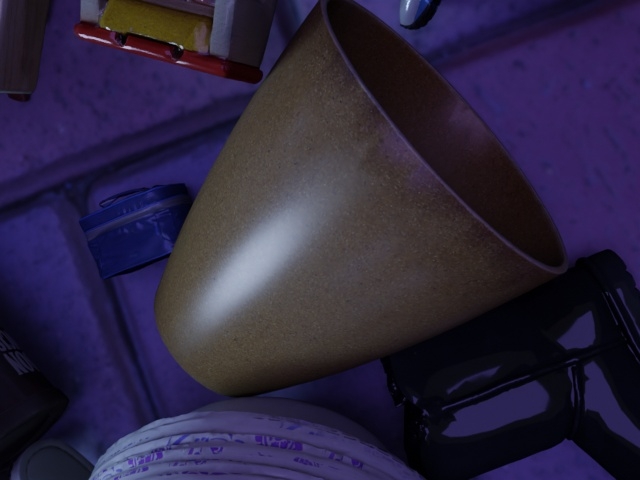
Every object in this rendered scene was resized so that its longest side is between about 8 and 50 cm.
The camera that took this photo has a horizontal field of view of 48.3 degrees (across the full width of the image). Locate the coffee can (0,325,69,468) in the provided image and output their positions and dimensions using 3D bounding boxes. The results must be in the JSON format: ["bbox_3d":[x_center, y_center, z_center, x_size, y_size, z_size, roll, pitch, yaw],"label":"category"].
[{"bbox_3d":[-0.378,0.098,0.586,0.201,0.201,0.275,-43,86,10],"label":"coffee can"}]

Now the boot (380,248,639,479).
[{"bbox_3d":[0.174,0.151,0.550,0.207,0.094,0.246,-24,83,7],"label":"boot"}]

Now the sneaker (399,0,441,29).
[{"bbox_3d":[0.069,-0.261,0.546,0.083,0.071,0.190,10,105,9],"label":"sneaker"}]

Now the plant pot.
[{"bbox_3d":[0.000,0.000,0.520,0.254,0.237,0.237,-41,87,23],"label":"plant pot"}]

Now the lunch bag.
[{"bbox_3d":[-0.154,-0.011,0.610,0.098,0.067,0.065,-20,90,11],"label":"lunch bag"}]

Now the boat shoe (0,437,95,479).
[{"bbox_3d":[-0.193,0.272,0.629,0.069,0.081,0.227,-33,100,29],"label":"boat shoe"}]

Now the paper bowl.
[{"bbox_3d":[-0.040,0.228,0.531,0.284,0.148,0.284,4,130,5],"label":"paper bowl"}]

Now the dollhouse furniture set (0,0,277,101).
[{"bbox_3d":[-0.204,-0.158,0.525,0.374,0.201,0.152,18,104,11],"label":"dollhouse furniture set"}]
